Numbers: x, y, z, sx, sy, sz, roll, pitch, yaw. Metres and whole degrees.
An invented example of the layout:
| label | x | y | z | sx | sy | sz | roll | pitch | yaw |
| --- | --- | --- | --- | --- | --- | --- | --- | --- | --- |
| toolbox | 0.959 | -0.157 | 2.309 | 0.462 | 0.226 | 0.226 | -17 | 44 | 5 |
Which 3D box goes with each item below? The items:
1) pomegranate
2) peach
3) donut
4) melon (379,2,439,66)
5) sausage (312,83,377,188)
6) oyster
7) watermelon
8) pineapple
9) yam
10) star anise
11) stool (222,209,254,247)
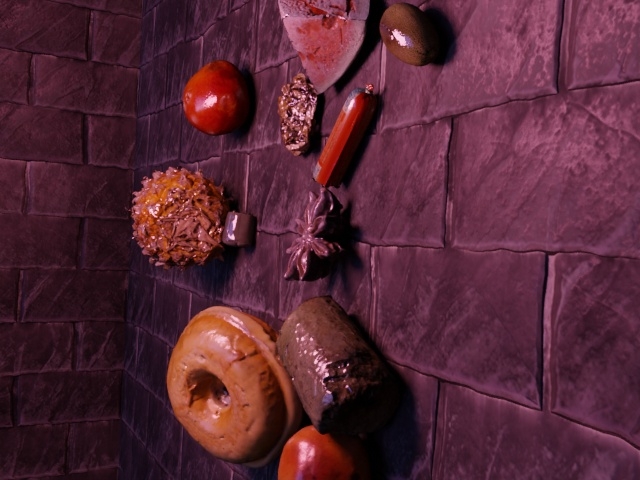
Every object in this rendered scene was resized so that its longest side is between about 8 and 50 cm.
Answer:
| label | x | y | z | sx | sy | sz | roll | pitch | yaw |
| --- | --- | --- | --- | --- | --- | --- | --- | --- | --- |
| pomegranate | 0.007 | 0.493 | 1.489 | 0.209 | 0.209 | 0.209 | -9 | 80 | 61 |
| peach | -0.314 | -0.439 | 2.174 | 0.243 | 0.200 | 0.243 | -29 | 53 | 47 |
| donut | -0.219 | 0.381 | 1.822 | 0.449 | 0.198 | 0.448 | 14 | 113 | 36 |
| melon | 0.175 | -0.400 | 1.374 | 0.099 | 0.099 | 0.162 | -63 | 40 | 37 |
| sausage | 0.061 | -0.239 | 1.591 | 0.263 | 0.083 | 0.083 | -63 | 37 | 34 |
| oyster | -0.072 | -0.326 | 1.846 | 0.223 | 0.083 | 0.214 | 177 | 98 | -68 |
| watermelon | -0.014 | -0.490 | 1.623 | 0.261 | 0.201 | 0.212 | 123 | 148 | -49 |
| pineapple | -0.437 | -0.061 | 2.237 | 0.300 | 0.353 | 0.352 | -139 | 57 | -66 |
| yam | 0.028 | 0.273 | 1.493 | 0.300 | 0.195 | 0.195 | 53 | 132 | 51 |
| star anise | 0.000 | 0.001 | 1.655 | 0.223 | 0.109 | 0.235 | -53 | 25 | 35 |
| stool | -0.245 | -0.035 | 2.121 | 0.096 | 0.096 | 0.110 | 10 | 93 | 61 |
